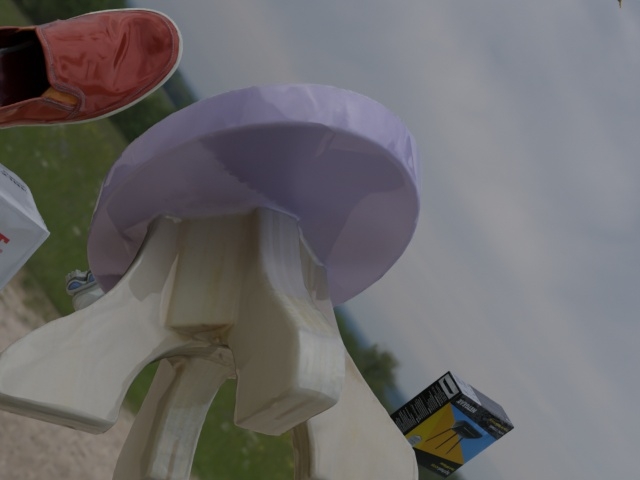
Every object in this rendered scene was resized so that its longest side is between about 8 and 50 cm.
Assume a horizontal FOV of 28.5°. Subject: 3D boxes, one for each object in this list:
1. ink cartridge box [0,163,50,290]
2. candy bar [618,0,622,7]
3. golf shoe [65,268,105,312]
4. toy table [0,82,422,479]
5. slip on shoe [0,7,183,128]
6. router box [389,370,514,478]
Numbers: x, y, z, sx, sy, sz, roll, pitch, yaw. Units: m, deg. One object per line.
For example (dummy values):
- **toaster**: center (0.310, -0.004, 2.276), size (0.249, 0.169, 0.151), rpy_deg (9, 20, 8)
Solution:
- **ink cartridge box**: center (-0.355, 0.022, 0.884), size (0.197, 0.273, 0.114), rpy_deg (41, -2, -27)
- **candy bar**: center (0.358, -0.337, 1.398), size (0.040, 0.018, 0.162), rpy_deg (-86, -168, -56)
- **golf shoe**: center (-0.171, 0.047, 1.229), size (0.069, 0.176, 0.086), rpy_deg (11, 59, -50)
- **toy table**: center (-0.052, 0.047, 0.717), size (0.274, 0.252, 0.161), rpy_deg (123, -24, -59)
- **slip on shoe**: center (-0.296, -0.190, 1.385), size (0.101, 0.331, 0.123), rpy_deg (-23, -96, 61)
- **router box**: center (0.179, 0.264, 1.780), size (0.179, 0.133, 0.046), rpy_deg (36, 20, -50)
